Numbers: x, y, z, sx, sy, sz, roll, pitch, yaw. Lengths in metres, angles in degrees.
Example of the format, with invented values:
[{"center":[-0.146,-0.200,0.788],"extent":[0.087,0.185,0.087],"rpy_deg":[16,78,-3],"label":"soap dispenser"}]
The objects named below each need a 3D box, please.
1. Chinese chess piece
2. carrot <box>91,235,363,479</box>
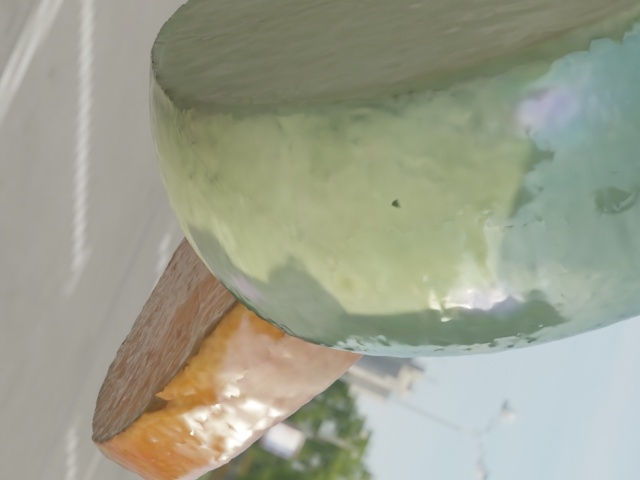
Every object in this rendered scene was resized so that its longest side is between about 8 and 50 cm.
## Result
[{"center":[0.063,-0.058,0.638],"extent":[0.250,0.250,0.101],"rpy_deg":[-65,141,-58],"label":"Chinese chess piece"},{"center":[0.000,0.000,0.901],"extent":[0.307,0.100,0.258],"rpy_deg":[-51,-172,7],"label":"carrot"}]
